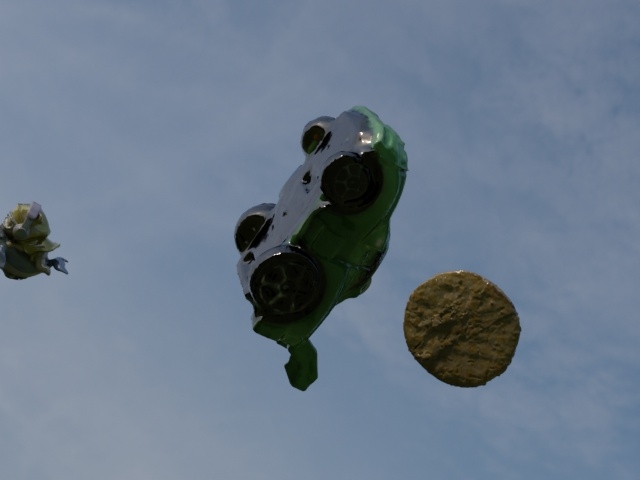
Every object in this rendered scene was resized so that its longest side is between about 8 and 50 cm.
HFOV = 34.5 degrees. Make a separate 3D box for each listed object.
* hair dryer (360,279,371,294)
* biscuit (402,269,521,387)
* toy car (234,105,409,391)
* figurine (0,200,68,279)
[{"bbox_3d":[-0.031,0.030,1.842,0.237,0.131,0.073,11,-64,-28],"label":"hair dryer"},{"bbox_3d":[0.249,0.158,1.839,0.220,0.033,0.219,3,-83,24],"label":"biscuit"},{"bbox_3d":[0.000,0.000,1.381,0.176,0.213,0.358,32,-79,-21],"label":"toy car"},{"bbox_3d":[-0.661,0.007,2.342,0.209,0.183,0.128,28,8,-21],"label":"figurine"}]
